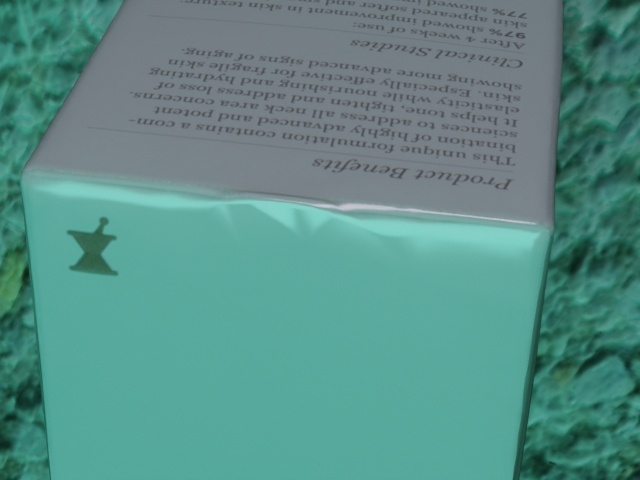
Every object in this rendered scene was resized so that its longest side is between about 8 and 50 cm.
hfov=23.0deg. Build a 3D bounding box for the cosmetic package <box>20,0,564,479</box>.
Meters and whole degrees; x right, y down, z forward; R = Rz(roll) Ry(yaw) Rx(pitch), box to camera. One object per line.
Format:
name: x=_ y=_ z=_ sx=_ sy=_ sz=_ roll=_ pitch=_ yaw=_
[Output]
cosmetic package: x=0.000 y=0.000 z=1.166 sx=0.329 sy=0.394 sz=0.327 roll=7 pitch=124 yaw=7
